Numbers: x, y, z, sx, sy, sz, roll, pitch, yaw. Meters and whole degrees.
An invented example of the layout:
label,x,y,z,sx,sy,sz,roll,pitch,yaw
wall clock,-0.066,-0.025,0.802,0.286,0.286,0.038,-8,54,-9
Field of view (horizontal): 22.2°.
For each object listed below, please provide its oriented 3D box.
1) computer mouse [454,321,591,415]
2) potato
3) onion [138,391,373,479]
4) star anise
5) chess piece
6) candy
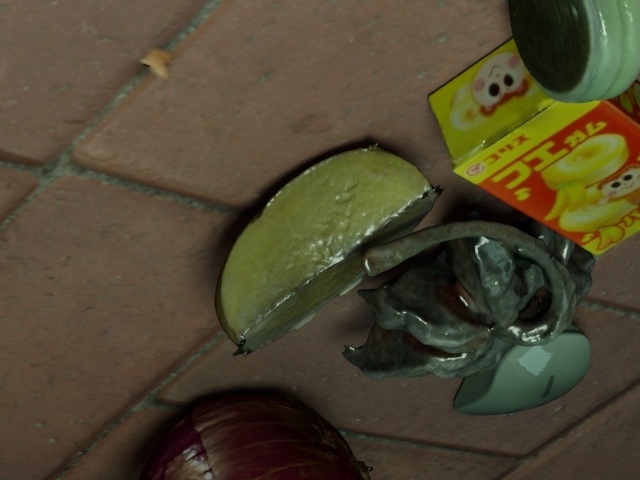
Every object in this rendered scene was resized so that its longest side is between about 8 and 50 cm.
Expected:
label,x,y,z,sx,sy,sz,roll,pitch,yaw
computer mouse,0.240,0.165,1.918,0.128,0.079,0.231,-7,150,-13
potato,0.000,0.000,1.517,0.243,0.098,0.138,-37,167,6
onion,-0.117,0.349,1.785,0.385,0.348,0.348,-16,149,-7
star anise,0.150,0.066,1.620,0.359,0.139,0.316,-16,149,-31
chess piece,0.298,-0.208,1.339,0.271,0.139,0.139,-18,151,-24
candy,0.236,-0.090,1.501,0.146,0.088,0.276,-34,146,26
